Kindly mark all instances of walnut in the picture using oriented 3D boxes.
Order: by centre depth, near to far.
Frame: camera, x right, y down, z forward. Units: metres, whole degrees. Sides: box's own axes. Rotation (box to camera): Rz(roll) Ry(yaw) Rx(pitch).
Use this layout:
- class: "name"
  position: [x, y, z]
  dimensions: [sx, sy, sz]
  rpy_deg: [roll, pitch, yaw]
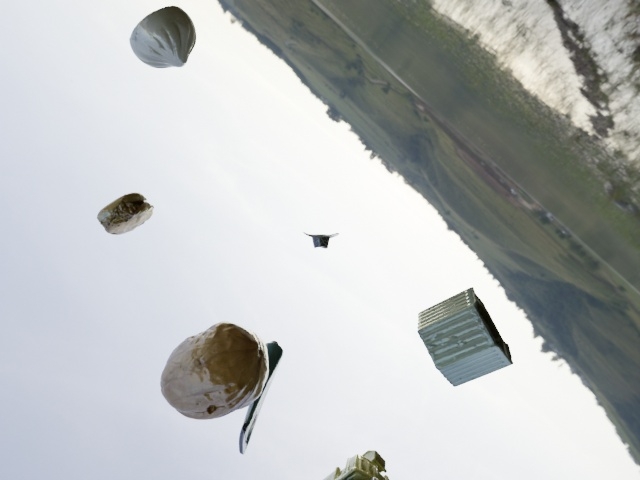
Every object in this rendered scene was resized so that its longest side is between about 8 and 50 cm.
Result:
- class: "walnut"
  position: [-0.165, 0.206, 0.661]
  dimensions: [0.144, 0.180, 0.144]
  rpy_deg: [-22, -90, -80]

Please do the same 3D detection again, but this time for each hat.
- class: "hat"
  position: [0.000, 0.000, 1.288]
  dimensions: [0.121, 0.050, 0.121]
  rpy_deg: [3, 178, 0]

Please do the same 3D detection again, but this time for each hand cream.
- class: "hand cream"
  position: [-0.112, 0.276, 0.792]
  dimensions: [0.048, 0.083, 0.224]
  rpy_deg: [12, -144, 2]

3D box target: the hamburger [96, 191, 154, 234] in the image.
- class: "hamburger"
  position: [-0.553, -0.077, 1.204]
  dimensions: [0.083, 0.138, 0.147]
  rpy_deg: [59, 177, -1]

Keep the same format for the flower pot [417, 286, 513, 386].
- class: "flower pot"
  position: [0.417, 0.281, 1.234]
  dimensions: [0.209, 0.190, 0.239]
  rpy_deg: [18, -134, -60]

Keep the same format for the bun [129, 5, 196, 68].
- class: "bun"
  position: [-0.308, -0.399, 0.864]
  dimensions: [0.094, 0.138, 0.138]
  rpy_deg: [55, -159, -8]

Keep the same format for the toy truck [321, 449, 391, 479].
- class: "toy truck"
  position: [0.003, 0.422, 0.603]
  dimensions: [0.124, 0.272, 0.157]
  rpy_deg: [44, -168, 0]
